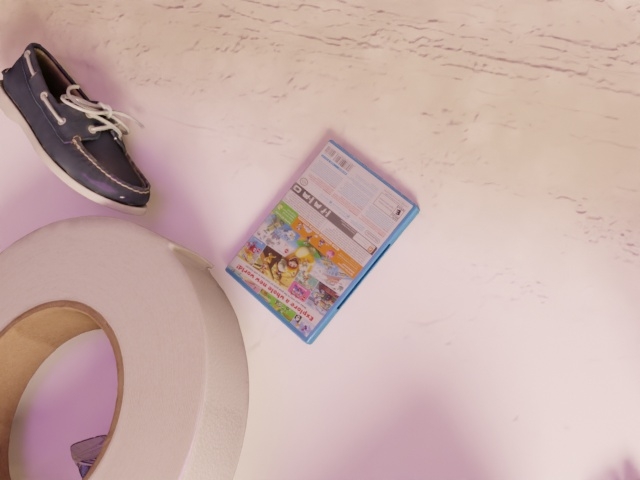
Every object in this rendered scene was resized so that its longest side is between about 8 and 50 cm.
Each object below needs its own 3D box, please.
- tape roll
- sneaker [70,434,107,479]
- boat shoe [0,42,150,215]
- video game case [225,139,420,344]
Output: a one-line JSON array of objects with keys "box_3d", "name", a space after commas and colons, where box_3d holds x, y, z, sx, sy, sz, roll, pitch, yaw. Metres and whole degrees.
[{"box_3d": [-0.242, 0.164, 0.980, 0.392, 0.072, 0.392, -14, 61, 28], "name": "tape roll"}, {"box_3d": [-0.175, 0.207, 1.004, 0.135, 0.052, 0.058, -22, 75, 24], "name": "sneaker"}, {"box_3d": [-0.252, -0.120, 1.100, 0.254, 0.095, 0.079, 44, 105, 34], "name": "boat shoe"}, {"box_3d": [0.000, 0.000, 1.008, 0.119, 0.015, 0.166, 40, 92, 25], "name": "video game case"}]
